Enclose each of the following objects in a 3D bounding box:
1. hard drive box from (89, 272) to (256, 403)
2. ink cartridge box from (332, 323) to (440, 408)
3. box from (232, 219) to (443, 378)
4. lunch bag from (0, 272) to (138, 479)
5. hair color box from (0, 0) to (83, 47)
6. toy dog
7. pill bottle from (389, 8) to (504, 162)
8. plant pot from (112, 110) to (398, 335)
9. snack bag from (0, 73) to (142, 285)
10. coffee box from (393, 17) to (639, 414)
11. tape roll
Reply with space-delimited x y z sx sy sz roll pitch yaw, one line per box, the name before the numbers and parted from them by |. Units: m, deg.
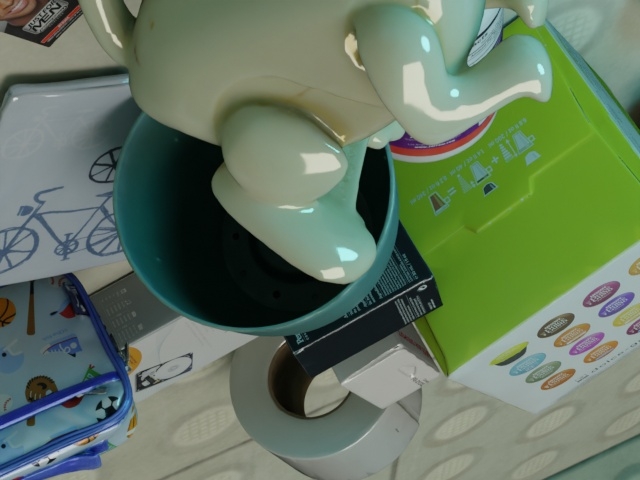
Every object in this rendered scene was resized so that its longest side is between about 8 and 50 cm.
hard drive box | -0.181 0.096 2.151 0.232 0.089 0.181 -29 155 -1
ink cartridge box | 0.042 0.089 2.194 0.100 0.237 0.172 -34 154 10
box | 0.000 0.000 1.959 0.184 0.261 0.103 -28 155 -2
lunch bag | -0.365 0.178 1.930 0.303 0.243 0.115 -23 154 -12
hair color box | -0.279 -0.226 1.507 0.072 0.043 0.141 -40 152 24
toy dog | 0.029 -0.239 1.420 0.408 0.395 0.284 -50 -172 40
pill bottle | 0.101 -0.228 1.737 0.181 0.181 0.323 -26 154 -8
plant pot | -0.048 -0.030 1.786 0.293 0.293 0.235 -31 165 4
snack bag | -0.250 -0.075 1.827 0.323 0.037 0.342 -12 147 -34
coffee box | 0.271 -0.025 2.104 0.338 0.338 0.334 -37 153 14
tape roll | 0.010 0.212 2.383 0.246 0.246 0.169 -31 155 4
